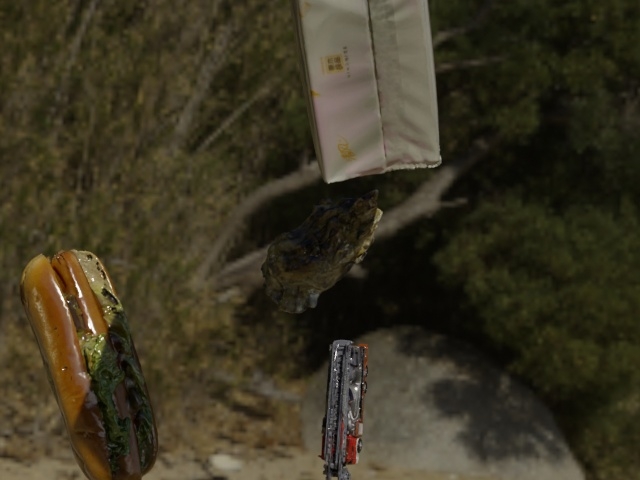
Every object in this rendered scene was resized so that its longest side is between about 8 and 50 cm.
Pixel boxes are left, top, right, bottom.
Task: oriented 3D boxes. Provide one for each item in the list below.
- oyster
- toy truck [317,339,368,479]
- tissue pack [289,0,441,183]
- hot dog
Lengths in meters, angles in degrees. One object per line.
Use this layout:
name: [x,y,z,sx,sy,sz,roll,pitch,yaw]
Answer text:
oyster: [0.000,0.000,1.366,0.053,0.165,0.108,47,6,-38]
toy truck: [0.013,0.101,0.743,0.024,0.083,0.032,2,-9,16]
tissue pack: [0.040,-0.196,1.168,0.124,0.225,0.185,-8,26,3]
hot dog: [-0.287,0.168,1.650,0.100,0.337,0.135,-28,-14,34]
